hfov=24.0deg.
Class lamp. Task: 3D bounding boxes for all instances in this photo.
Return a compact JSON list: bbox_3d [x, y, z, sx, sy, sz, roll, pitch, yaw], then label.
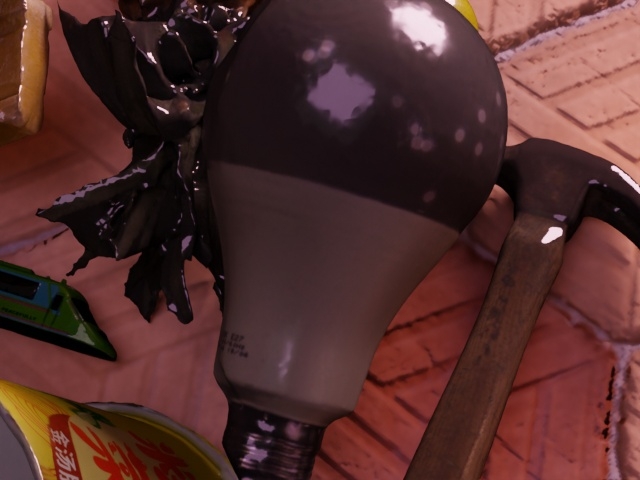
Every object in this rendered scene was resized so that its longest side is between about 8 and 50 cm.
[{"bbox_3d":[-0.006,-0.010,0.908,0.182,0.182,0.314,28,102,19],"label":"lamp"}]

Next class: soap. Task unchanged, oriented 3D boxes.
[{"bbox_3d":[-0.281,-0.095,1.037,0.252,0.037,0.092,-11,69,35],"label":"soap"}]

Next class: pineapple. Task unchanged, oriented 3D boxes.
[{"bbox_3d":[-0.095,-0.118,0.998,0.166,0.165,0.364,0,73,11],"label":"pineapple"}]

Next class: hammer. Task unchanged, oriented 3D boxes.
[{"bbox_3d":[0.078,0.121,0.890,0.168,0.044,0.440,17,62,19],"label":"hammer"}]

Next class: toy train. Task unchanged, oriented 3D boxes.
[{"bbox_3d":[-0.228,0.033,1.033,0.209,0.044,0.042,15,74,15],"label":"toy train"}]

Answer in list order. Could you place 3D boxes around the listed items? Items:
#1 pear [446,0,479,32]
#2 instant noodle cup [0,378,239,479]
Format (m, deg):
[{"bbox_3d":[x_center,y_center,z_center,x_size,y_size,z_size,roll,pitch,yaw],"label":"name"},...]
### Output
[{"bbox_3d":[0.059,-0.138,1.004,0.092,0.097,0.092,-5,82,39],"label":"pear"},{"bbox_3d":[-0.200,0.210,0.848,0.311,0.221,0.311,-9,65,19],"label":"instant noodle cup"}]
